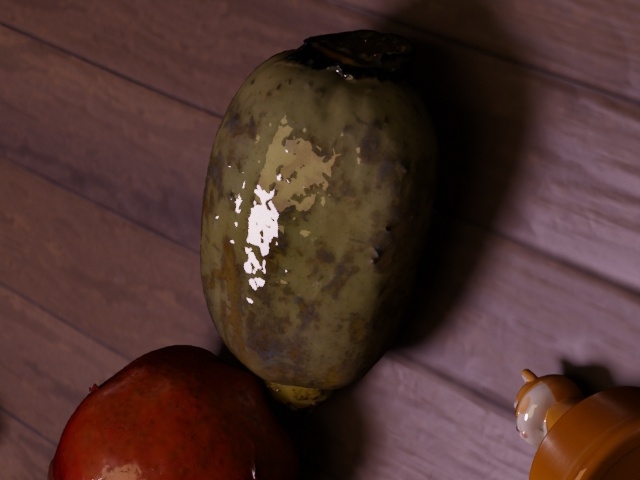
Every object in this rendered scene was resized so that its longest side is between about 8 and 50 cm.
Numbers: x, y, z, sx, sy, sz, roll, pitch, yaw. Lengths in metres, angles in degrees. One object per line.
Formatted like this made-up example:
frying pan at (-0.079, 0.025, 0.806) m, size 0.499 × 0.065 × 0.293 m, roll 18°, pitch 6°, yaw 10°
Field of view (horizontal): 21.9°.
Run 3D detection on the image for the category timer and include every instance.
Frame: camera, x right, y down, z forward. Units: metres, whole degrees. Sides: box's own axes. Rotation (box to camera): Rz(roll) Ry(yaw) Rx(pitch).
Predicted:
timer at (0.178, 0.138, 1.107) m, size 0.152 × 0.132 × 0.132 m, roll 44°, pitch 126°, yaw 55°

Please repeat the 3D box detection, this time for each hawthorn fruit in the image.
hawthorn fruit at (-0.127, 0.180, 1.302) m, size 0.185 × 0.202 × 0.185 m, roll 50°, pitch 152°, yaw 39°

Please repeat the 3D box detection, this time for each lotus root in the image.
lotus root at (0.000, 0.000, 1.210) m, size 0.173 × 0.173 × 0.309 m, roll 29°, pitch 122°, yaw 35°
